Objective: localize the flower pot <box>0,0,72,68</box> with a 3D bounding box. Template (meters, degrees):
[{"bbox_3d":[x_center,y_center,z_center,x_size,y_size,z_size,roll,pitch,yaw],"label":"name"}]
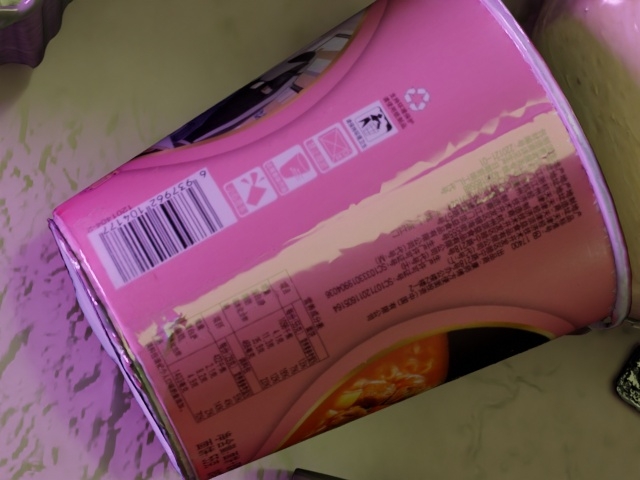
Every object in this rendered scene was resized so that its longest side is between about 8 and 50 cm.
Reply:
[{"bbox_3d":[-0.214,-0.194,0.888,0.239,0.189,0.209,-7,89,-9],"label":"flower pot"}]

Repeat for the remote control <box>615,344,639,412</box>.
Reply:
[{"bbox_3d":[0.225,0.104,1.082,0.096,0.014,0.039,36,75,-8],"label":"remote control"}]

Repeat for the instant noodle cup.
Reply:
[{"bbox_3d":[0.000,0.000,0.938,0.255,0.244,0.244,-29,91,-9],"label":"instant noodle cup"}]

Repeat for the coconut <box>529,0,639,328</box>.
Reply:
[{"bbox_3d":[0.274,-0.075,0.981,0.323,0.323,0.323,2,82,-16],"label":"coconut"}]

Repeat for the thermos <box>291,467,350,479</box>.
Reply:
[{"bbox_3d":[-0.004,0.227,0.965,0.137,0.105,0.193,14,85,12],"label":"thermos"}]
